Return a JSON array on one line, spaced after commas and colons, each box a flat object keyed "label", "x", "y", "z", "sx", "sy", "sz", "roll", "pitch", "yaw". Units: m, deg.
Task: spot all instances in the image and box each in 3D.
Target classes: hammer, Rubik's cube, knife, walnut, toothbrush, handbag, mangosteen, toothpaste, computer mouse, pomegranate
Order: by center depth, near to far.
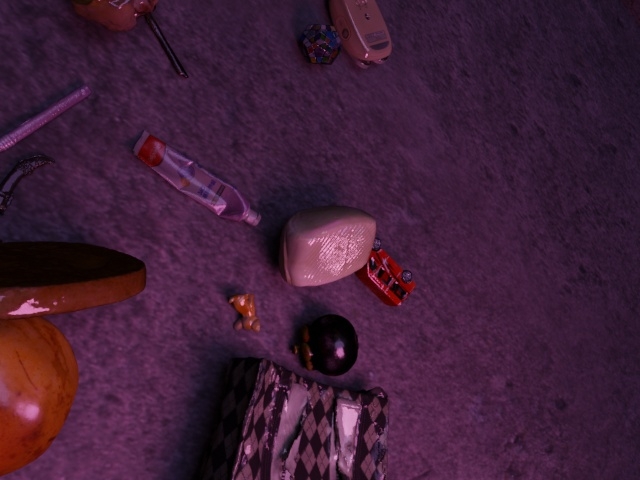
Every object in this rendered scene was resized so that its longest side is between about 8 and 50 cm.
[{"label": "pomegranate", "x": -0.495, "y": 0.211, "z": 0.781, "sx": 0.264, "sy": 0.264, "sz": 0.264, "roll": 7, "pitch": 76, "yaw": -31}, {"label": "knife", "x": -0.562, "y": -0.078, "z": 0.937, "sx": 0.045, "sy": 0.021, "sz": 0.222, "roll": 42, "pitch": 60, "yaw": -22}, {"label": "toothbrush", "x": -0.555, "y": -0.186, "z": 0.958, "sx": 0.354, "sy": 0.029, "sz": 0.024, "roll": -49, "pitch": 120, "yaw": -30}, {"label": "walnut", "x": -0.408, "y": -0.524, "z": 1.054, "sx": 0.204, "sy": 0.141, "sz": 0.238, "roll": 22, "pitch": 74, "yaw": 12}, {"label": "handbag", "x": -0.030, "y": 0.421, "z": 1.091, "sx": 0.416, "sy": 0.180, "sz": 0.316, "roll": 28, "pitch": 63, "yaw": -32}, {"label": "toothpaste", "x": -0.256, "y": -0.122, "z": 1.129, "sx": 0.301, "sy": 0.048, "sz": 0.075, "roll": 34, "pitch": 68, "yaw": -20}, {"label": "hammer", "x": -0.343, "y": -0.429, "z": 1.152, "sx": 0.065, "sy": 0.021, "sz": 0.178, "roll": -37, "pitch": 103, "yaw": -32}, {"label": "mangosteen", "x": 0.010, "y": 0.236, "z": 1.187, "sx": 0.152, "sy": 0.137, "sz": 0.137, "roll": -9, "pitch": 84, "yaw": 0}, {"label": "Rubik's cube", "x": 0.000, "y": -0.493, "z": 1.339, "sx": 0.093, "sy": 0.111, "sz": 0.111, "roll": -25, "pitch": 94, "yaw": -9}, {"label": "computer mouse", "x": 0.104, "y": -0.583, "z": 1.430, "sx": 0.145, "sy": 0.082, "sz": 0.236, "roll": -31, "pitch": 99, "yaw": -34}]

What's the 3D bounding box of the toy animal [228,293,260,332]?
[{"label": "toy animal", "x": -0.162, "y": 0.156, "z": 1.125, "sx": 0.081, "sy": 0.061, "sz": 0.083, "roll": 18, "pitch": 64, "yaw": -71}]

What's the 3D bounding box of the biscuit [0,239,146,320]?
[{"label": "biscuit", "x": -0.463, "y": 0.053, "z": 0.817, "sx": 0.367, "sy": 0.314, "sz": 0.063, "roll": -7, "pitch": 107, "yaw": -61}]

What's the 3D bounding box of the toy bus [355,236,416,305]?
[{"label": "toy bus", "x": 0.144, "y": 0.073, "z": 1.326, "sx": 0.195, "sy": 0.081, "sz": 0.089, "roll": 45, "pitch": 70, "yaw": -18}]

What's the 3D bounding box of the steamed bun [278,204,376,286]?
[{"label": "steamed bun", "x": 0.000, "y": 0.000, "z": 1.205, "sx": 0.239, "sy": 0.153, "sz": 0.169, "roll": -13, "pitch": 126, "yaw": -33}]
